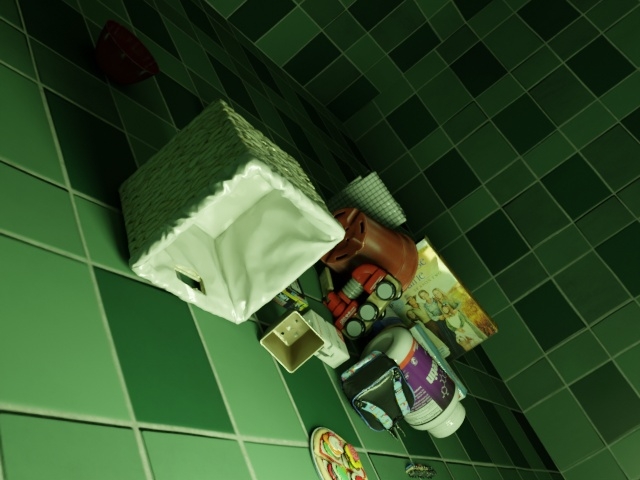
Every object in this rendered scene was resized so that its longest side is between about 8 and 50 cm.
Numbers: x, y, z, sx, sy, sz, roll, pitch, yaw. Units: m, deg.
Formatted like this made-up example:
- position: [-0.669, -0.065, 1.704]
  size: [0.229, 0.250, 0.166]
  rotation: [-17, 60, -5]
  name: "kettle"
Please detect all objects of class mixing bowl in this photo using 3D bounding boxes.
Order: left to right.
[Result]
- position: [-0.527, -0.481, 1.816]
  size: [0.181, 0.098, 0.181]
  rotation: [48, 17, -19]
  name: "mixing bowl"

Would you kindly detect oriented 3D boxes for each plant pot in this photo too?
- position: [-0.068, 0.218, 1.591]
  size: [0.109, 0.109, 0.096]
  rotation: [48, 4, -16]
  name: "plant pot"
- position: [0.137, 0.037, 2.241]
  size: [0.265, 0.272, 0.272]
  rotation: [36, 22, -44]
  name: "plant pot"

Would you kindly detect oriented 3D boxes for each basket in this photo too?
- position: [-0.189, -0.060, 1.427]
  size: [0.328, 0.331, 0.266]
  rotation: [36, 20, -46]
  name: "basket"

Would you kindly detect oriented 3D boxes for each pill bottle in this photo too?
- position: [0.184, 0.260, 2.129]
  size: [0.123, 0.123, 0.219]
  rotation: [40, 7, -38]
  name: "pill bottle"
- position: [0.269, 0.411, 1.960]
  size: [0.323, 0.181, 0.181]
  rotation: [47, 16, -16]
  name: "pill bottle"

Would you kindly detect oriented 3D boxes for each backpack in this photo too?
- position: [0.151, 0.389, 1.742]
  size: [0.173, 0.158, 0.117]
  rotation: [58, -8, -35]
  name: "backpack"

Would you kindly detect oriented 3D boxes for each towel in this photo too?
- position: [0.152, -0.097, 2.558]
  size: [0.235, 0.284, 0.121]
  rotation: [54, 15, 3]
  name: "towel"

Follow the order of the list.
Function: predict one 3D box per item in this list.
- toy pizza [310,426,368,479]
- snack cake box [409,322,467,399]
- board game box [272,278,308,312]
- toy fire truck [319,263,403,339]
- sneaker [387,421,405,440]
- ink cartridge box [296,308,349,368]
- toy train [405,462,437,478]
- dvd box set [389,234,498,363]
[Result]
- position: [0.051, 0.483, 1.461]
  size: [0.201, 0.032, 0.201]
  rotation: [47, 17, -19]
  name: "toy pizza"
- position: [0.320, 0.411, 2.160]
  size: [0.264, 0.152, 0.089]
  rotation: [55, 15, 9]
  name: "snack cake box"
- position: [-0.117, 0.101, 1.796]
  size: [0.170, 0.048, 0.141]
  rotation: [38, 19, -41]
  name: "board game box"
- position: [0.095, 0.143, 2.041]
  size: [0.246, 0.217, 0.158]
  rotation: [41, 9, 17]
  name: "toy fire truck"
- position: [0.165, 0.446, 1.831]
  size: [0.170, 0.051, 0.089]
  rotation: [54, 11, -8]
  name: "sneaker"
- position: [0.005, 0.256, 1.784]
  size: [0.135, 0.056, 0.099]
  rotation: [41, 19, -36]
  name: "ink cartridge box"
- position: [0.264, 0.605, 1.807]
  size: [0.158, 0.027, 0.036]
  rotation: [30, 23, -54]
  name: "toy train"
- position: [0.378, 0.233, 2.431]
  size: [0.420, 0.308, 0.062]
  rotation: [52, 18, -5]
  name: "dvd box set"
